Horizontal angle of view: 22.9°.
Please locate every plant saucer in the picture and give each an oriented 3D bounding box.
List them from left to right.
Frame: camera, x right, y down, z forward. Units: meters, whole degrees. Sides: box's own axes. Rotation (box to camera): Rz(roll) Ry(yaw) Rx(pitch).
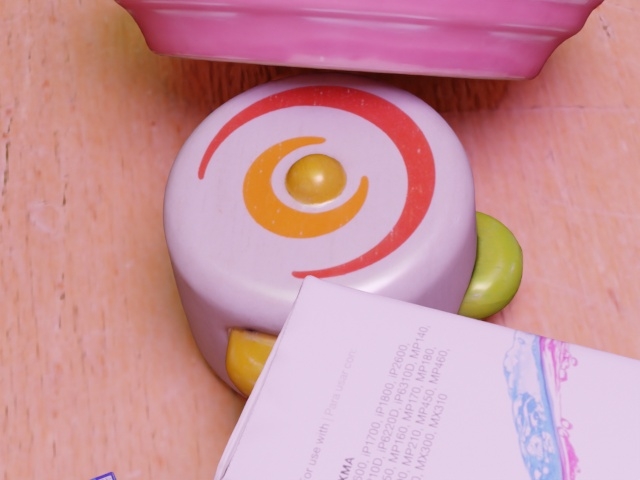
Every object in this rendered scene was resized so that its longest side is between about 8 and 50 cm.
[{"bbox_3d":[0.017,-0.152,1.026,0.332,0.332,0.084,5,96,9],"label":"plant saucer"}]

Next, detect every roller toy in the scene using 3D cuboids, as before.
[{"bbox_3d":[0.000,0.000,0.977,0.209,0.146,0.191,-35,58,-17],"label":"roller toy"}]

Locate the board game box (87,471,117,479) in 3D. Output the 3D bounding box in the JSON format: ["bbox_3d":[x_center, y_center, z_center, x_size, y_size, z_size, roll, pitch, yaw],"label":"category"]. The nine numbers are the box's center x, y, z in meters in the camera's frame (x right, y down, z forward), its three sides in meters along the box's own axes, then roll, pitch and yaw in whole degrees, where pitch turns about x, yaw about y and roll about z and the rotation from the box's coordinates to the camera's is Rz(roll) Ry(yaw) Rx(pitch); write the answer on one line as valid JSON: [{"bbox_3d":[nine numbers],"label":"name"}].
[{"bbox_3d":[-0.189,0.241,0.888,0.210,0.047,0.160,-21,56,-8],"label":"board game box"}]

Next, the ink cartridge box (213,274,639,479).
[{"bbox_3d":[0.120,0.157,0.807,0.306,0.226,0.131,16,59,15],"label":"ink cartridge box"}]
